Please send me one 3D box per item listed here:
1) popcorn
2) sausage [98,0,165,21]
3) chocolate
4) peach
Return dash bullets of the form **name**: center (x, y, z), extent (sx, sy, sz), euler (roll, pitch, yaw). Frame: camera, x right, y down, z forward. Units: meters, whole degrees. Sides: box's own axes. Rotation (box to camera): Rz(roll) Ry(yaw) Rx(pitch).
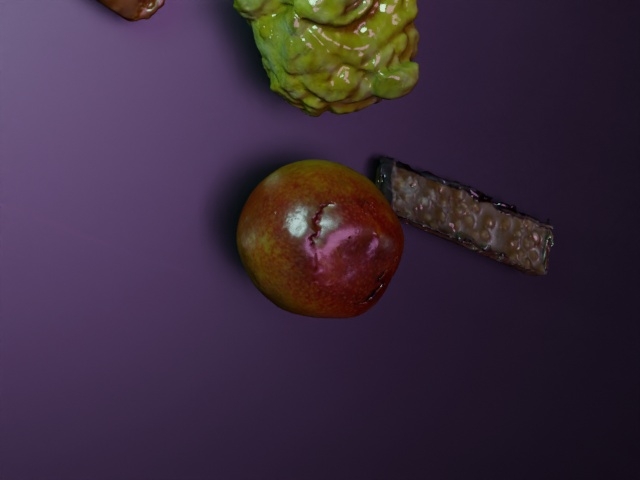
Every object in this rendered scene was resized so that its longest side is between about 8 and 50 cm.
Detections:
- **popcorn**: center (0.013, -0.292, 1.438), extent (0.242, 0.235, 0.250), euler (-6, 84, 3)
- **sausage**: center (-0.336, -0.395, 1.345), extent (0.348, 0.094, 0.097), euler (34, 101, -26)
- **chocolate**: center (0.213, -0.030, 1.662), extent (0.329, 0.065, 0.102), euler (20, 61, -24)
- **peach**: center (0.000, 0.000, 1.496), extent (0.231, 0.231, 0.231), euler (-5, 103, -21)
